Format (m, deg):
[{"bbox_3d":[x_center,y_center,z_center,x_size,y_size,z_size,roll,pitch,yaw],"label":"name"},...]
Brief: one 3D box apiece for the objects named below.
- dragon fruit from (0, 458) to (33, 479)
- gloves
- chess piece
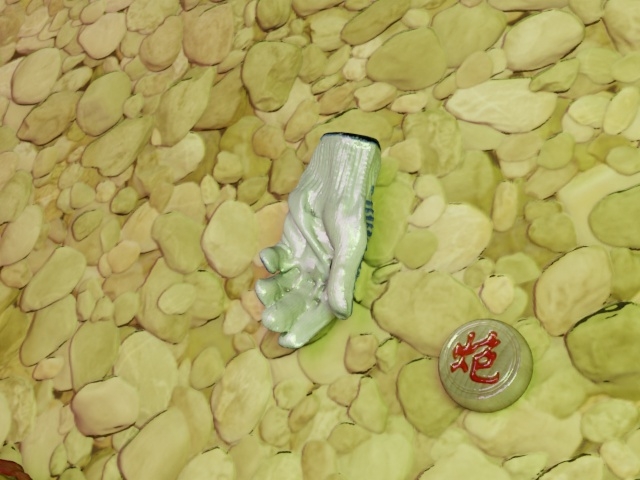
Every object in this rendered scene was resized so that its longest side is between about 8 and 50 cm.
[{"bbox_3d":[-0.375,0.304,0.957,0.211,0.147,0.282,-49,35,21],"label":"dragon fruit"},{"bbox_3d":[0.004,0.000,0.979,0.119,0.097,0.229,6,65,44],"label":"gloves"},{"bbox_3d":[0.145,0.110,0.873,0.084,0.038,0.083,-15,56,24],"label":"chess piece"}]
